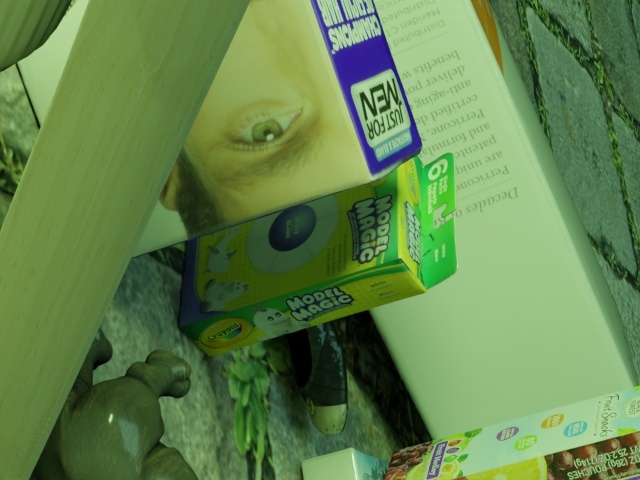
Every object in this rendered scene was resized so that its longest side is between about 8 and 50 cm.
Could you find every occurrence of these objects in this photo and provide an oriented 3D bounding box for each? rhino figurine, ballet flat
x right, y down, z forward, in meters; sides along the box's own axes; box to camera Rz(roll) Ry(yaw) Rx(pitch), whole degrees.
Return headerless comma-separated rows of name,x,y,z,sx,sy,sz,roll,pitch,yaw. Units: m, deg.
rhino figurine,-0.080,0.166,0.887,0.106,0.073,0.243,-64,135,-65
ballet flat,-0.022,0.053,1.163,0.049,0.057,0.173,-18,90,-28

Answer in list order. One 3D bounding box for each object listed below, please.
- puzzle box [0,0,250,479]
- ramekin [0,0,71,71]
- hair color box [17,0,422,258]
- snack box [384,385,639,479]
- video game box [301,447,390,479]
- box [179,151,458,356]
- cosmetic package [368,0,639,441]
puzzle box,-0.078,-0.080,0.717,0.052,0.409,0.272,22,39,-10
ramekin,-0.186,-0.151,0.702,0.207,0.207,0.109,-59,173,-62
hair color box,-0.090,-0.174,0.959,0.339,0.185,0.110,70,22,-7
snack box,0.168,0.204,1.149,0.174,0.207,0.070,66,22,-18
video game box,0.058,0.260,1.185,0.187,0.048,0.205,34,44,-62
box,0.000,0.000,1.054,0.043,0.179,0.105,51,30,-44
cosmetic package,0.090,-0.055,1.287,0.230,0.161,0.453,-88,154,-64
